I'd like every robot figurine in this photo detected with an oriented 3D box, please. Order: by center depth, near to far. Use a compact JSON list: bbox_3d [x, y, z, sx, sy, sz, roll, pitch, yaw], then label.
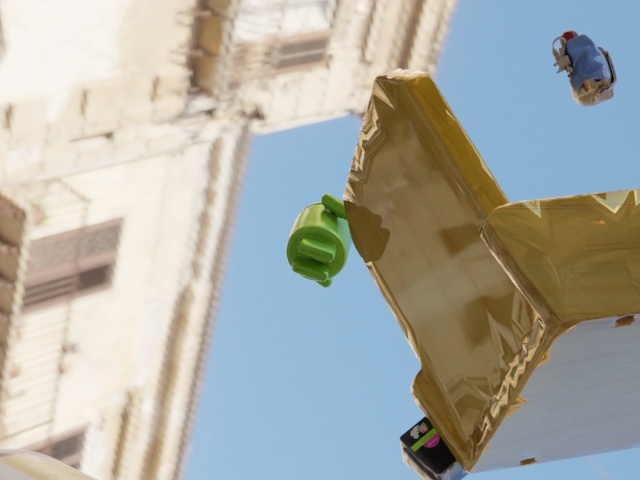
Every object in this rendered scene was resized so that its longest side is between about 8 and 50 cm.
[{"bbox_3d":[0.000,0.000,1.606,0.067,0.115,0.101,16,-64,1],"label":"robot figurine"}]

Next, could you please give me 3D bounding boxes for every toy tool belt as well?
[{"bbox_3d":[0.244,-0.169,1.392,0.052,0.051,0.083,-26,-112,10],"label":"toy tool belt"}]

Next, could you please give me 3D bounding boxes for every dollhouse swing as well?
[{"bbox_3d":[0.217,0.010,1.404,0.347,0.315,0.305,103,-23,-59],"label":"dollhouse swing"}]

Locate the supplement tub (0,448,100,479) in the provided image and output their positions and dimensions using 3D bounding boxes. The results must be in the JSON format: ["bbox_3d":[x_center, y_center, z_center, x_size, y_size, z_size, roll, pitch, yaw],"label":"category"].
[{"bbox_3d":[-0.208,0.319,1.223,0.331,0.241,0.241,10,-71,52],"label":"supplement tub"}]

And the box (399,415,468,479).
[{"bbox_3d":[0.132,0.209,1.532,0.062,0.083,0.052,40,-23,31],"label":"box"}]
